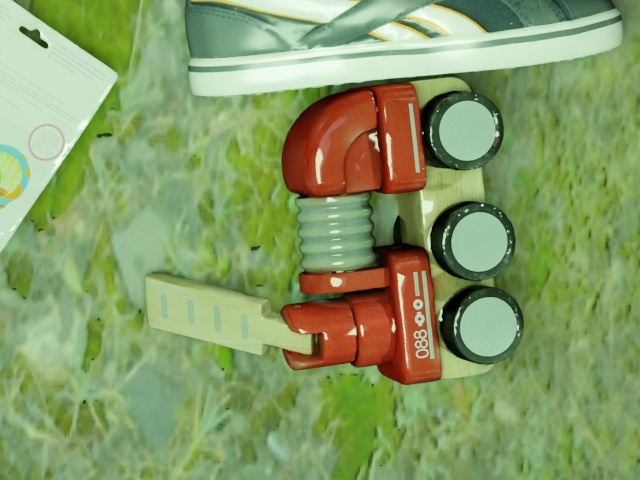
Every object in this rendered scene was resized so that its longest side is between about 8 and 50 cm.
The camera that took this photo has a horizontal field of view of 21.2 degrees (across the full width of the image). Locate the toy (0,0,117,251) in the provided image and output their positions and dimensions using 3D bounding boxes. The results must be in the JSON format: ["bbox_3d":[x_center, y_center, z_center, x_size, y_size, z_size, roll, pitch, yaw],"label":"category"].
[{"bbox_3d":[-0.271,-0.061,1.234,0.137,0.056,0.237,34,86,-27],"label":"toy"}]

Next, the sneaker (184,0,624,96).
[{"bbox_3d":[0.060,-0.179,1.242,0.321,0.126,0.128,-5,98,-5],"label":"sneaker"}]

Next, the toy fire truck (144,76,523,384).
[{"bbox_3d":[0.000,0.000,1.256,0.246,0.158,0.217,-8,96,-15],"label":"toy fire truck"}]
